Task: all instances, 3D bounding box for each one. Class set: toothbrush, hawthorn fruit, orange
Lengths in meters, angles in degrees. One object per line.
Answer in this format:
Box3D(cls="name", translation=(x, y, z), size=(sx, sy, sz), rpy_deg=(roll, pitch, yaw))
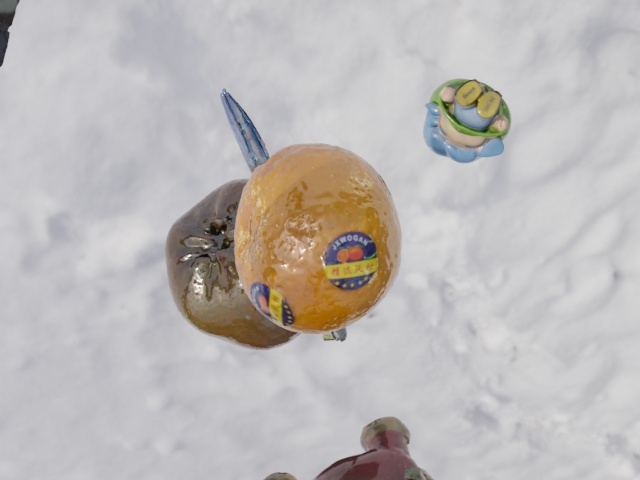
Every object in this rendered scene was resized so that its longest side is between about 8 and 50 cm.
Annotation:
Box3D(cls="toothbrush", translation=(-0.046, -0.020, 1.129), size=(0.042, 0.035, 0.414), rpy_deg=(-4, 123, 32))
Box3D(cls="hawthorn fruit", translation=(-0.102, 0.050, 1.379), size=(0.267, 0.268, 0.301), rpy_deg=(-25, 147, 9))
Box3D(cls="orange", translation=(-0.002, -0.002, 0.780), size=(0.155, 0.178, 0.178), rpy_deg=(-9, 145, -21))

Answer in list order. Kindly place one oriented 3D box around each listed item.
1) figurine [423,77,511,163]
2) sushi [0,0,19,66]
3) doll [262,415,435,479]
Box3D(cls="figurine", translation=(0.263, -0.219, 1.470), size=(0.162, 0.143, 0.263), rpy_deg=(24, 175, 4))
Box3D(cls="sushi", translation=(-0.257, -0.035, 0.277), size=(0.359, 0.064, 0.343), rpy_deg=(-17, 149, -45))
Box3D(cls="doll", translation=(0.056, 0.314, 0.811), size=(0.196, 0.152, 0.256), rpy_deg=(-16, 113, 21))
